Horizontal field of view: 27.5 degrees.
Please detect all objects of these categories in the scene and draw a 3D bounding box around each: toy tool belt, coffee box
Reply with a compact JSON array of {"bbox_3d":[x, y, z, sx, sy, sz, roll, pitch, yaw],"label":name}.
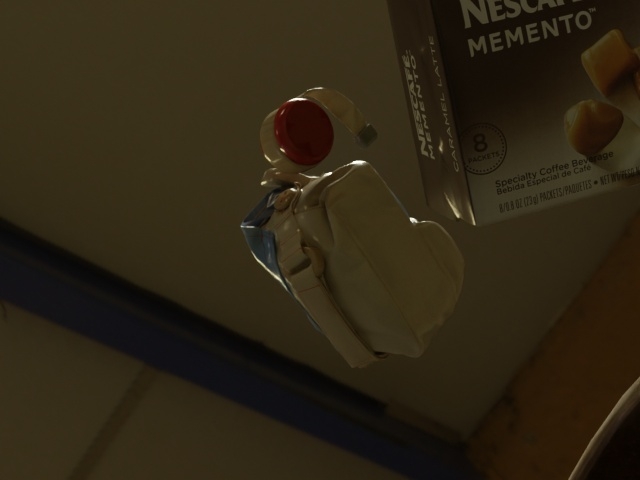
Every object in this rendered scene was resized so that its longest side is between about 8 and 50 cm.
[{"bbox_3d":[0.000,0.000,0.388,0.083,0.051,0.052,53,-128,-14],"label":"toy tool belt"},{"bbox_3d":[0.176,-0.109,0.756,0.246,0.098,0.141,-14,-78,-9],"label":"coffee box"}]

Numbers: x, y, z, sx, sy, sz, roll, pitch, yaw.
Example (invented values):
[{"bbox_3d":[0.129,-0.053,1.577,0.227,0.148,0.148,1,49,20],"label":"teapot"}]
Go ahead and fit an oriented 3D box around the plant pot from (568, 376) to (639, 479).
[{"bbox_3d":[0.145,0.119,0.278,0.165,0.167,0.167,17,-73,-9],"label":"plant pot"}]
